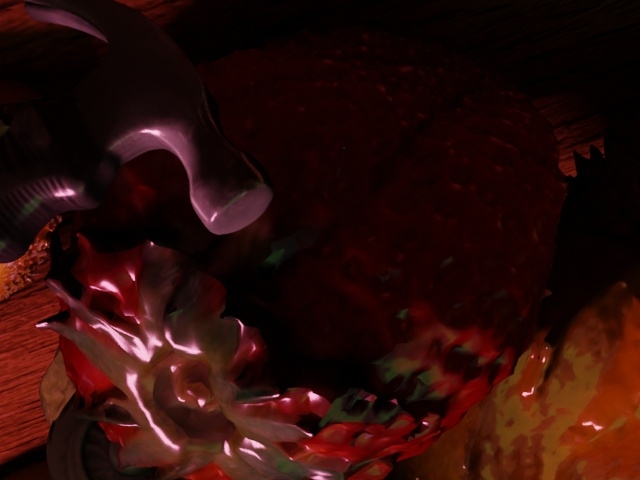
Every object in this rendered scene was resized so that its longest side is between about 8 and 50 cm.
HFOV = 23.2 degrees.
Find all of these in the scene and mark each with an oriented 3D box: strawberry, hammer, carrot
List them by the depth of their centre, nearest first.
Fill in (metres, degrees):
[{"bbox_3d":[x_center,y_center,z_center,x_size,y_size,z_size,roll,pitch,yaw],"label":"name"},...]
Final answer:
[{"bbox_3d":[-0.150,-0.014,0.710,0.226,0.159,0.041,-39,160,1],"label":"hammer"},{"bbox_3d":[0.000,0.000,0.859,0.288,0.250,0.238,-58,179,-36],"label":"strawberry"},{"bbox_3d":[0.136,0.106,0.996,0.241,0.241,0.340,-6,-166,-39],"label":"carrot"}]

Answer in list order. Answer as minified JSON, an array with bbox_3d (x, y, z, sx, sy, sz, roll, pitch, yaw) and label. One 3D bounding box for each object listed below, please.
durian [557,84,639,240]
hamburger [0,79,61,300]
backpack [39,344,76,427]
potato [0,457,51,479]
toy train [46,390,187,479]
[{"bbox_3d":[0.303,-0.020,1.147,0.293,0.258,0.258,-15,162,-48],"label":"durian"},{"bbox_3d":[-0.200,-0.011,0.819,0.137,0.087,0.166,-13,159,-26],"label":"hamburger"},{"bbox_3d":[-0.090,0.084,1.119,0.207,0.140,0.253,-1,147,-43],"label":"backpack"},{"bbox_3d":[-0.276,0.348,1.505,0.269,0.219,0.359,-16,164,-39],"label":"potato"},{"bbox_3d":[-0.173,0.272,0.914,0.442,0.272,0.179,-27,160,-18],"label":"toy train"}]
